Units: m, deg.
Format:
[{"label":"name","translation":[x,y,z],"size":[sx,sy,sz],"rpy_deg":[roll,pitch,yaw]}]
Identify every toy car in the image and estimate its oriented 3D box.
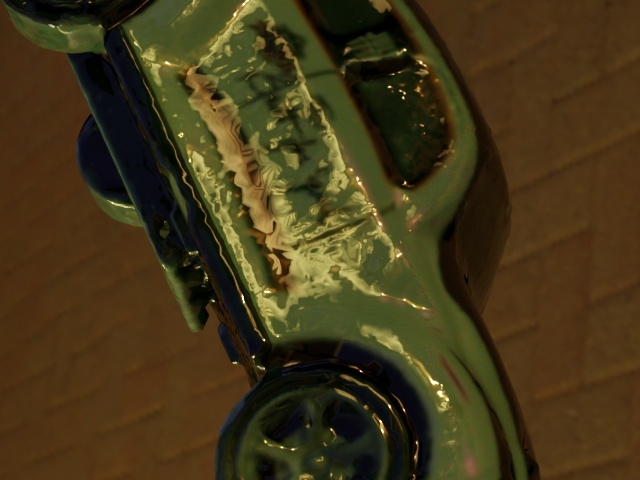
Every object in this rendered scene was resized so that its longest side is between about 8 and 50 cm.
[{"label":"toy car","translation":[0.000,0.000,0.544],"size":[0.306,0.125,0.136],"rpy_deg":[61,173,27]}]
